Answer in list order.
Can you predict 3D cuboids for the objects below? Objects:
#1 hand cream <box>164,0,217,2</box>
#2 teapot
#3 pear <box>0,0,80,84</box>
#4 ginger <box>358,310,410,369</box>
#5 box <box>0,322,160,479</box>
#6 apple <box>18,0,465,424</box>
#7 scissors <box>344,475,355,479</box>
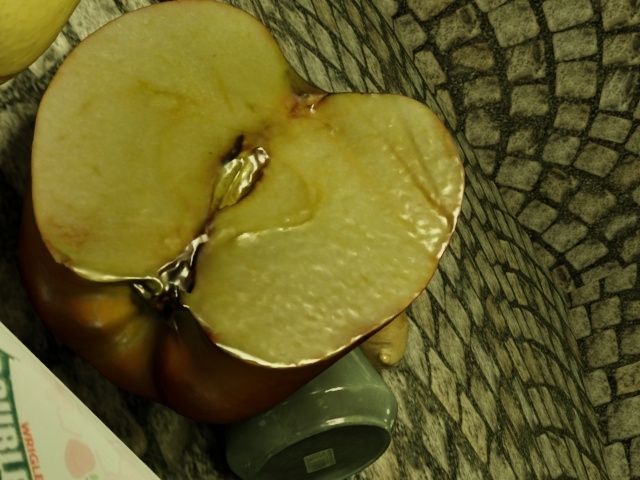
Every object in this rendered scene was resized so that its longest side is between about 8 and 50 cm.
[{"bbox_3d":[-0.103,-0.234,1.274,0.276,0.059,0.095,48,8,11],"label":"hand cream"},{"bbox_3d":[-0.031,0.130,0.994,0.203,0.171,0.225,90,-17,-54],"label":"teapot"},{"bbox_3d":[-0.273,-0.235,0.617,0.309,0.309,0.309,51,24,-32],"label":"pear"},{"bbox_3d":[0.009,-0.011,1.298,0.348,0.122,0.363,62,8,22],"label":"ginger"},{"bbox_3d":[-0.245,0.108,0.541,0.369,0.112,0.190,52,23,-24],"label":"box"},{"bbox_3d":[-0.075,-0.034,0.831,0.295,0.329,0.365,62,39,-34],"label":"apple"},{"bbox_3d":[0.026,0.150,1.156,0.109,0.022,0.300,45,44,-43],"label":"scissors"}]
